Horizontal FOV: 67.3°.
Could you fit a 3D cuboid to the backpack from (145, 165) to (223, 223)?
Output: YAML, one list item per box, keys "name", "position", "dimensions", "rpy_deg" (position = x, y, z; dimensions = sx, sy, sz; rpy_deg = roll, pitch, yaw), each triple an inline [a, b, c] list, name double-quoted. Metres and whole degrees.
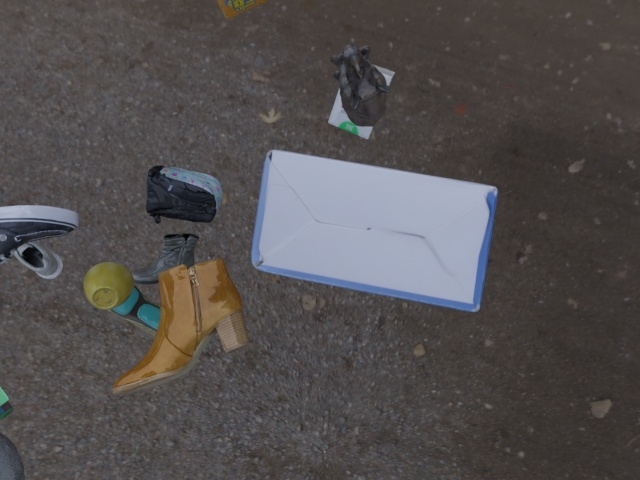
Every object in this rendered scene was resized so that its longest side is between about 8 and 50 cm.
- name: "backpack"
  position: [-0.345, -0.118, 1.237]
  dimensions: [0.182, 0.152, 0.115]
  rpy_deg: [11, 38, -4]

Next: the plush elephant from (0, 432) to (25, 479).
- name: "plush elephant"
  position: [-0.421, 0.267, 0.410]
  dimensions: [0.330, 0.255, 0.271]
  rpy_deg: [2, 85, 26]

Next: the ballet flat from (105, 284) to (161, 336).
- name: "ballet flat"
  position: [-0.646, 0.228, 1.654]
  dimensions: [0.348, 0.123, 0.123]
  rpy_deg: [41, 68, -25]

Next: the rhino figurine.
- name: "rhino figurine"
  position: [0.062, -0.227, 0.710]
  dimensions: [0.073, 0.243, 0.106]
  rpy_deg: [-20, 95, 7]

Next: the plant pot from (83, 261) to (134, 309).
- name: "plant pot"
  position: [-0.593, 0.140, 1.339]
  dimensions: [0.134, 0.134, 0.095]
  rpy_deg: [-20, 26, -8]

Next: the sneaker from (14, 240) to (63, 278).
- name: "sneaker"
  position: [-0.936, 0.013, 1.513]
  dimensions: [0.262, 0.121, 0.099]
  rpy_deg: [37, 74, -1]

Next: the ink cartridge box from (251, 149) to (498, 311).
- name: "ink cartridge box"
  position: [0.084, -0.015, 0.728]
  dimensions: [0.270, 0.395, 0.151]
  rpy_deg: [11, 94, 8]

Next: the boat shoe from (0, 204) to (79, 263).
- name: "boat shoe"
  position: [-0.586, 0.000, 0.848]
  dimensions: [0.301, 0.108, 0.102]
  rpy_deg: [-6, 80, -44]

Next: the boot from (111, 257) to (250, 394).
- name: "boot"
  position: [-0.306, 0.169, 0.990]
  dimensions: [0.295, 0.104, 0.211]
  rpy_deg: [-22, 75, -12]

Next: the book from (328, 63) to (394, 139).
- name: "book"
  position: [0.082, -0.295, 1.002]
  dimensions: [0.096, 0.144, 0.035]
  rpy_deg: [23, 39, 4]

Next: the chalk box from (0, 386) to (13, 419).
- name: "chalk box"
  position: [-0.957, 0.470, 1.309]
  dimensions: [0.213, 0.132, 0.132]
  rpy_deg: [-35, 94, 3]

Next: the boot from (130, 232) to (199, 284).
- name: "boot"
  position: [-0.540, 0.053, 1.660]
  dimensions: [0.247, 0.161, 0.083]
  rpy_deg: [-13, 32, -44]

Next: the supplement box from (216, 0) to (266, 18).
- name: "supplement box"
  position: [-0.163, -0.464, 0.733]
  dimensions: [0.078, 0.080, 0.233]
  rpy_deg: [-23, 78, -1]
